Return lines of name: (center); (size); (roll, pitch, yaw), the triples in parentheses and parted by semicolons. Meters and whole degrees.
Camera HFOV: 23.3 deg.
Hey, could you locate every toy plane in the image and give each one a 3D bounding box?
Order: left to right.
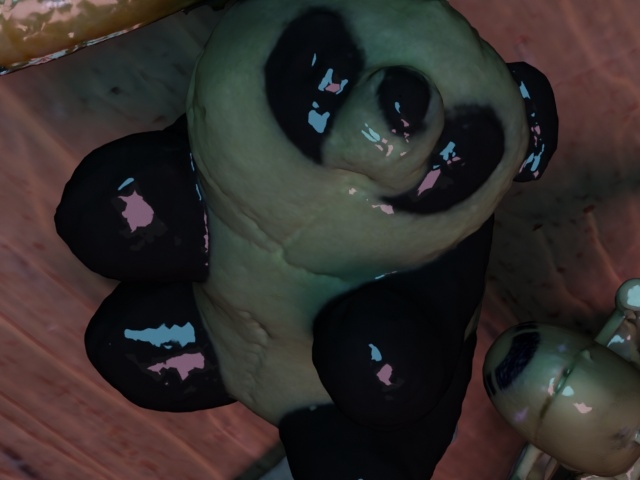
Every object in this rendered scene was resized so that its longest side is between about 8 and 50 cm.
toy plane: (0.111, 0.071, 0.647); (0.242, 0.104, 0.256); (-56, 176, -1)

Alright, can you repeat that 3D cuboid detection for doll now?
doll: (-0.001, 0.000, 0.545); (0.135, 0.143, 0.234); (-54, 164, -24)

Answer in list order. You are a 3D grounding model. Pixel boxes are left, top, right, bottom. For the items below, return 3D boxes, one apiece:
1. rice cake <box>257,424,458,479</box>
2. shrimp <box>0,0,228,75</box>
rice cake: (-0.033, 0.147, 0.760); (0.245, 0.042, 0.045); (-41, 147, 18)
shrimp: (-0.075, -0.115, 0.487); (0.178, 0.034, 0.124); (-15, 130, -8)
